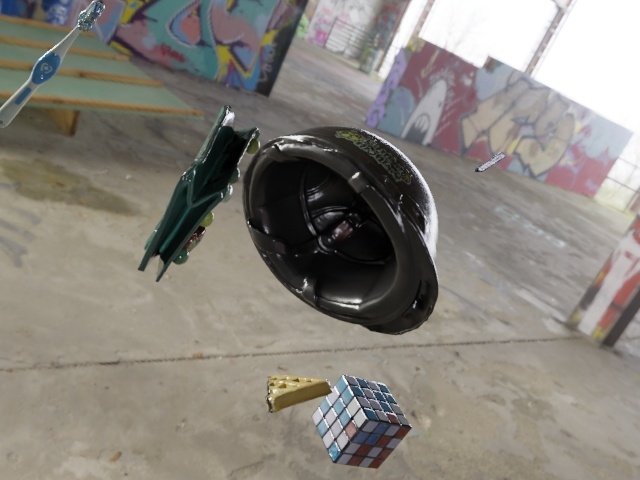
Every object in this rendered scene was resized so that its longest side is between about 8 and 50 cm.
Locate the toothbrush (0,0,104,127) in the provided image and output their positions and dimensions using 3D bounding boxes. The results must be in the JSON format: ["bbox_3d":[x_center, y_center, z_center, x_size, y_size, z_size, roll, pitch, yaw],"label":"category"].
[{"bbox_3d":[-0.510,-0.317,1.155,0.040,0.386,0.040,32,43,-37],"label":"toothbrush"}]

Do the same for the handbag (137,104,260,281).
[{"bbox_3d":[-0.218,-0.086,1.164,0.100,0.274,0.268,29,36,-13],"label":"handbag"}]

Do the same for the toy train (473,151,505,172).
[{"bbox_3d":[0.422,-0.192,1.566,0.017,0.083,0.017,56,6,-4],"label":"toy train"}]

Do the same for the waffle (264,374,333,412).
[{"bbox_3d":[-0.064,0.196,0.812,0.097,0.023,0.153,-7,-3,-36],"label":"waffle"}]

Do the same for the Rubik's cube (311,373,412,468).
[{"bbox_3d":[0.059,0.268,0.923,0.092,0.092,0.092,22,21,-35],"label":"Rubik's cube"}]

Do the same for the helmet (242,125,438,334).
[{"bbox_3d":[0.047,-0.029,0.764,0.279,0.230,0.160,35,44,13],"label":"helmet"}]
